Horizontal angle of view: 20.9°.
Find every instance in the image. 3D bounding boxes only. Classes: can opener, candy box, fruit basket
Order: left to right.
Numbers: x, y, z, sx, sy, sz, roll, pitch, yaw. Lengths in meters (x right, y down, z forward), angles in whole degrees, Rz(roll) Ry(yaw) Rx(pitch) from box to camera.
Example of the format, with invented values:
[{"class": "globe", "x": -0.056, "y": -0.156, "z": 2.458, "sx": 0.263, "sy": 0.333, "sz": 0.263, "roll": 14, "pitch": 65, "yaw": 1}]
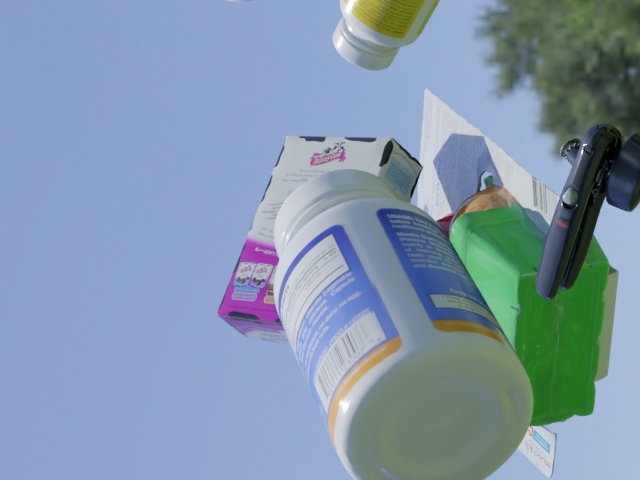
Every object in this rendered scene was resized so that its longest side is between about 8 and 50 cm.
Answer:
[{"class": "candy box", "x": 0.000, "y": 0.000, "z": 1.921, "sx": 0.071, "sy": 0.159, "sz": 0.233, "roll": 39, "pitch": -115, "yaw": -44}, {"class": "fruit basket", "x": 0.191, "y": 0.038, "z": 1.910, "sx": 0.353, "sy": 0.165, "sz": 0.327, "roll": -125, "pitch": 32, "yaw": -61}, {"class": "can opener", "x": 0.224, "y": -0.022, "z": 1.495, "sx": 0.059, "sy": 0.073, "sz": 0.186, "roll": -12, "pitch": -43, "yaw": -38}]

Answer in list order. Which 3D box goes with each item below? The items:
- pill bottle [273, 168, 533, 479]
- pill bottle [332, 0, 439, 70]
[{"class": "pill bottle", "x": 0.050, "y": 0.062, "z": 1.354, "sx": 0.272, "sy": 0.152, "sz": 0.152, "roll": -115, "pitch": 11, "yaw": -52}, {"class": "pill bottle", "x": 0.052, "y": -0.177, "z": 1.217, "sx": 0.116, "sy": 0.065, "sz": 0.065, "roll": -61, "pitch": -1, "yaw": 38}]
